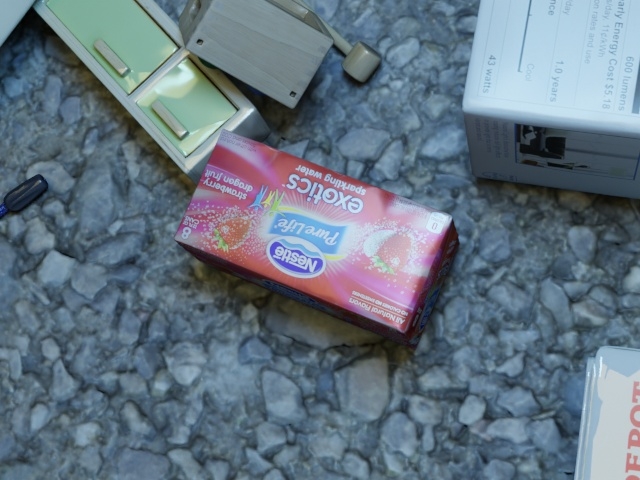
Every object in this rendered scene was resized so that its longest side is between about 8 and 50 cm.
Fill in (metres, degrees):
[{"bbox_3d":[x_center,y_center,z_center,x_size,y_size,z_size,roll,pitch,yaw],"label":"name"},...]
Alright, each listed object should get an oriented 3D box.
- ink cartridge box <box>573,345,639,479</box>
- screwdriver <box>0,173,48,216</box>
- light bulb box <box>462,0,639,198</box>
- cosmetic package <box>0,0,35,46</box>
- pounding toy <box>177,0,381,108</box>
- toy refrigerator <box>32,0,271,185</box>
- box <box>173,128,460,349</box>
[{"bbox_3d":[0.418,0.259,1.230,0.384,0.160,0.279,7,79,10],"label":"ink cartridge box"},{"bbox_3d":[-0.369,-0.017,1.497,0.170,0.024,0.025,-38,46,1],"label":"screwdriver"},{"bbox_3d":[0.343,-0.231,1.305,0.361,0.225,0.358,9,79,11],"label":"light bulb box"},{"bbox_3d":[-0.353,-0.316,1.478,0.113,0.160,0.309,37,84,-28],"label":"cosmetic package"},{"bbox_3d":[-0.042,-0.203,1.432,0.206,0.181,0.094,28,105,-19],"label":"pounding toy"},{"bbox_3d":[-0.184,-0.187,1.467,0.102,0.094,0.269,-42,75,-2],"label":"toy refrigerator"},{"bbox_3d":[0.000,0.000,1.378,0.256,0.122,0.128,22,83,13],"label":"box"}]
